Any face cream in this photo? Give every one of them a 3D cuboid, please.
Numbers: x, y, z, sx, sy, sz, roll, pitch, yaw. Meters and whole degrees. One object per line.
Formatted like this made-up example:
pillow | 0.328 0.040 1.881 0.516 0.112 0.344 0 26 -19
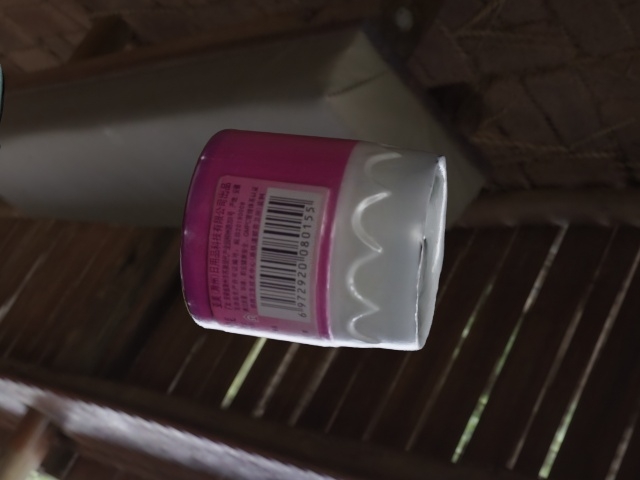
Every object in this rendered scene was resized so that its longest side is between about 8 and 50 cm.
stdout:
face cream | 0.000 0.000 0.923 0.195 0.175 0.175 8 153 12

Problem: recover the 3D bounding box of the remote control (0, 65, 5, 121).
remote control | -0.451 -0.125 1.374 0.097 0.256 0.045 3 167 2
